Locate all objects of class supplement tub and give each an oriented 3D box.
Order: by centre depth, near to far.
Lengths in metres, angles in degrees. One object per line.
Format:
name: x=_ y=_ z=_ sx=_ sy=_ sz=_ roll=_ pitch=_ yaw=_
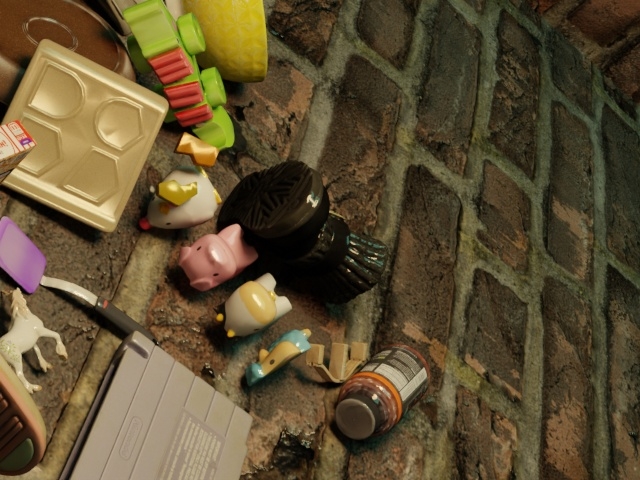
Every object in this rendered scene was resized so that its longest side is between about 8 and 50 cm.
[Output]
supplement tub: x=0.095 y=0.247 z=2.185 sx=0.106 sy=0.106 sz=0.198 roll=52 pitch=33 yaw=2

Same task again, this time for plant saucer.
plant saucer: x=-0.421 y=-0.301 z=2.098 sx=0.310 sy=0.050 sz=0.311 roll=20 pitch=37 yaw=-16

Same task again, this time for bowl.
bowl: x=-0.199 y=-0.409 z=2.409 sx=0.156 sy=0.289 sz=0.289 roll=-11 pitch=58 yaw=-10

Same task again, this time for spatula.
spatula: x=-0.336 y=0.077 z=1.902 sx=0.296 sy=0.030 sz=0.084 roll=36 pitch=36 yaw=-21

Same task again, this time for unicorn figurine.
unicorn figurine: x=-0.383 y=0.129 z=1.761 sx=0.111 sy=0.060 sz=0.162 roll=55 pitch=20 yaw=-15

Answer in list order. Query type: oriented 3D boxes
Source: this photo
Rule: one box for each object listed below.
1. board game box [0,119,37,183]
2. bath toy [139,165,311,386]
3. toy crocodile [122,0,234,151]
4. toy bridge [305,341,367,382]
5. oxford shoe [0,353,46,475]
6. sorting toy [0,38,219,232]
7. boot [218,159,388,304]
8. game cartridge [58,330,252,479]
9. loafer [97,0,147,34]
board game box: x=-0.467 y=-0.064 z=1.734 sx=0.045 sy=0.193 sz=0.147 roll=51 pitch=32 yaw=3
bath toy: x=-0.153 y=0.047 z=2.080 sx=0.129 sy=0.151 sz=0.348 roll=-32 pitch=83 yaw=-13
toy crocodile: x=-0.228 y=-0.265 z=2.214 sx=0.340 sy=0.115 sz=0.105 roll=67 pitch=8 yaw=-54
toy bridge: x=0.028 y=0.196 z=2.198 sx=0.188 sy=0.026 sz=0.063 roll=7 pitch=88 yaw=-64
oxford shoe: x=-0.440 y=0.094 z=1.575 sx=0.397 sy=0.140 sz=0.146 roll=51 pitch=24 yaw=-2
sorting toy: x=-0.316 y=-0.131 z=2.008 sx=0.307 sy=0.041 sz=0.229 roll=26 pitch=75 yaw=-18
boot: x=0.002 y=-0.003 z=2.164 sx=0.260 sy=0.131 sz=0.348 roll=37 pitch=-8 yaw=-17
game cartridge: x=-0.217 y=0.306 z=1.793 sx=0.230 sy=0.068 sz=0.355 roll=43 pitch=33 yaw=-18
loafer: x=-0.408 y=-0.476 z=2.292 sx=0.319 sy=0.111 sz=0.112 roll=41 pitch=-5 yaw=-23
